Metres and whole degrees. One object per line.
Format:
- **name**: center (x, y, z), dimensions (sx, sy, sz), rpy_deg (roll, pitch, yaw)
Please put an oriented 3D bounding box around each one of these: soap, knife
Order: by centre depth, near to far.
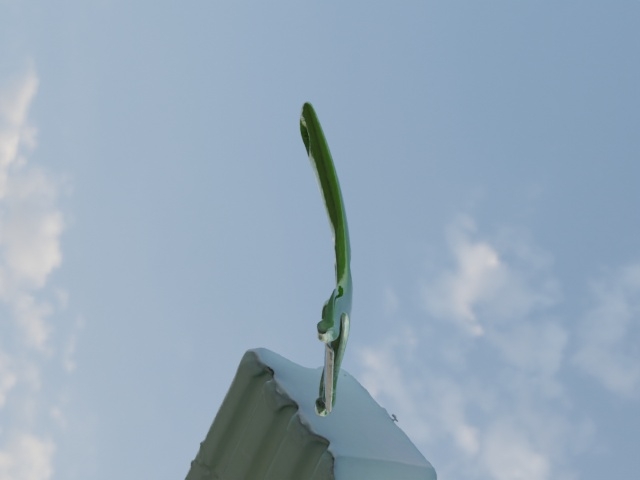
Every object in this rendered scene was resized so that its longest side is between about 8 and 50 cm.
- **knife**: center (0.003, 0.000, 0.628), dimensions (0.078, 0.022, 0.166), rpy_deg (100, -10, -50)
- **soap**: center (-0.044, 0.240, 0.902), dimensions (0.290, 0.095, 0.173), rpy_deg (-63, -147, 12)
